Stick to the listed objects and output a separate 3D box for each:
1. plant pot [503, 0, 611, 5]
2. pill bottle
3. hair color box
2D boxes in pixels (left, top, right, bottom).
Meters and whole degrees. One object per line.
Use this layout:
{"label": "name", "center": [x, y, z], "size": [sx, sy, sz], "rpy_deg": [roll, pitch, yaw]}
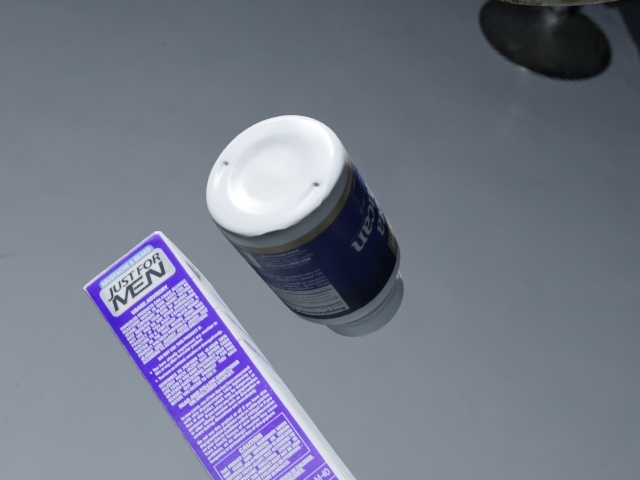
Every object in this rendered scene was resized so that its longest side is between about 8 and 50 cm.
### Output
{"label": "plant pot", "center": [0.131, -0.195, 0.367], "size": [0.236, 0.032, 0.236], "rpy_deg": [-19, 51, 25]}
{"label": "pill bottle", "center": [0.000, 0.000, 0.637], "size": [0.094, 0.169, 0.094], "rpy_deg": [-12, 56, 18]}
{"label": "hair color box", "center": [-0.090, 0.168, 0.972], "size": [0.110, 0.185, 0.339], "rpy_deg": [-36, 67, -4]}
